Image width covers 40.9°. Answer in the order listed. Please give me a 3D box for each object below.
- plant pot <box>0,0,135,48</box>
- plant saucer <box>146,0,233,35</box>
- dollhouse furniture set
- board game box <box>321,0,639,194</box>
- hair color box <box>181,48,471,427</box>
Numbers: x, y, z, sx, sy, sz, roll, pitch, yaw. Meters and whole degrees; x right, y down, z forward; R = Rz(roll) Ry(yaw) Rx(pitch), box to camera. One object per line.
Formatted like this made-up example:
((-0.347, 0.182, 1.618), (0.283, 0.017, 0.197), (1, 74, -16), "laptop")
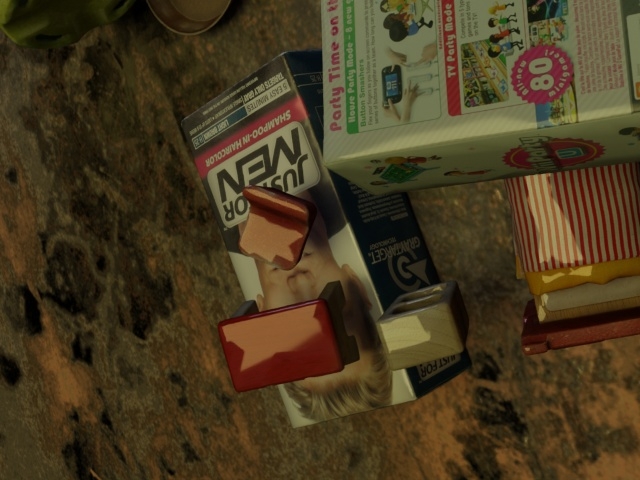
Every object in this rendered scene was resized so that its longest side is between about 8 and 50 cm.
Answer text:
((-0.329, -0.366, 0.959), (0.276, 0.276, 0.254), (-42, 78, 39), "plant pot")
((-0.142, -0.317, 0.965), (0.168, 0.029, 0.168), (12, 110, 37), "plant saucer")
((0.076, -0.001, 0.687), (0.374, 0.152, 0.201), (-14, 93, 14), "dollhouse furniture set")
((0.151, -0.161, 0.523), (0.303, 0.097, 0.224), (-6, 78, 24), "board game box")
((0.000, 0.000, 0.875), (0.174, 0.105, 0.347), (-24, 86, 41), "hair color box")
